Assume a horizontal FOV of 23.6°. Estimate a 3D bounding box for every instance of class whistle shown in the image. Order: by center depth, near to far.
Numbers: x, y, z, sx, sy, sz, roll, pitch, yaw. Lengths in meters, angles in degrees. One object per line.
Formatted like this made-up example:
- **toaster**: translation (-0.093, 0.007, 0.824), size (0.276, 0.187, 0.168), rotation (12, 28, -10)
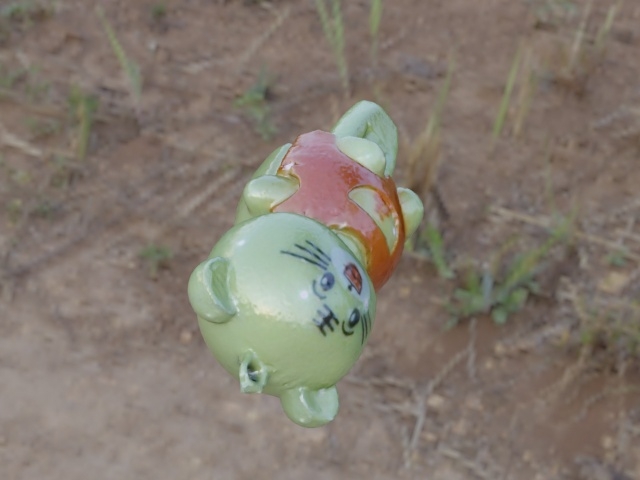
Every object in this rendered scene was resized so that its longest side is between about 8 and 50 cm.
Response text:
- **whistle**: translation (0.000, 0.000, 1.003), size (0.131, 0.106, 0.288), rotation (51, 40, -21)
